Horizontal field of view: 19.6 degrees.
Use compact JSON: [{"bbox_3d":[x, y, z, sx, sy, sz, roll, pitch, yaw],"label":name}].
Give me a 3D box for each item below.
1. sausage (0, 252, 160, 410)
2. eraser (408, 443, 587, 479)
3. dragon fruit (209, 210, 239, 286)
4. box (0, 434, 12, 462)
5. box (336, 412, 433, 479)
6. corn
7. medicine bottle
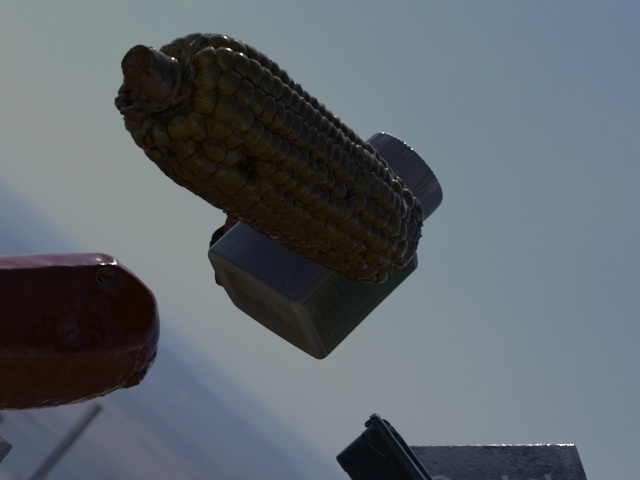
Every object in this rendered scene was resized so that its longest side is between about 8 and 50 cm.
[{"bbox_3d":[-0.287,0.089,1.821,0.268,0.153,0.141,-3,-15,-36],"label":"sausage"},{"bbox_3d":[0.170,0.254,1.903,0.212,0.046,0.092,0,34,-8],"label":"eraser"},{"bbox_3d":[-0.002,-0.004,1.853,0.135,0.235,0.137,27,-56,57],"label":"dragon fruit"},{"bbox_3d":[-0.471,0.361,1.966,0.051,0.204,0.365,41,36,-8],"label":"box"},{"bbox_3d":[0.061,0.204,1.582,0.099,0.054,0.074,53,5,28],"label":"box"},{"bbox_3d":[-0.033,-0.059,1.402,0.119,0.119,0.322,35,-2,45],"label":"corn"},{"bbox_3d":[0.014,-0.003,1.625,0.132,0.188,0.088,30,-24,42],"label":"medicine bottle"}]
